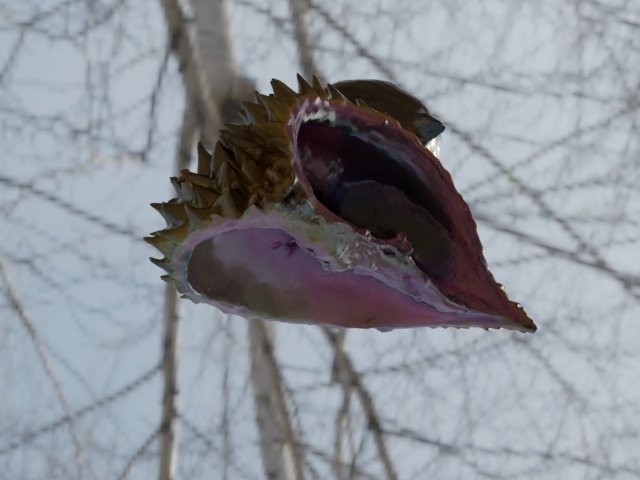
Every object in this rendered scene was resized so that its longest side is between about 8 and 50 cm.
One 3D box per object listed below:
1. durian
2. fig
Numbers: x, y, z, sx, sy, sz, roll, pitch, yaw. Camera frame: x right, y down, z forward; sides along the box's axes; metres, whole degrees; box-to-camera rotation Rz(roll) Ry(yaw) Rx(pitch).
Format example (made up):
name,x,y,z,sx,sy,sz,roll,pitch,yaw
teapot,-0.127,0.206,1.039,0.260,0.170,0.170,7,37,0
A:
name,x,y,z,sx,sy,sz,roll,pitch,yaw
durian,-0.010,-0.007,1.223,0.186,0.260,0.154,-31,-128,11
fig,0.044,-0.077,1.414,0.109,0.154,0.103,41,-120,-12
